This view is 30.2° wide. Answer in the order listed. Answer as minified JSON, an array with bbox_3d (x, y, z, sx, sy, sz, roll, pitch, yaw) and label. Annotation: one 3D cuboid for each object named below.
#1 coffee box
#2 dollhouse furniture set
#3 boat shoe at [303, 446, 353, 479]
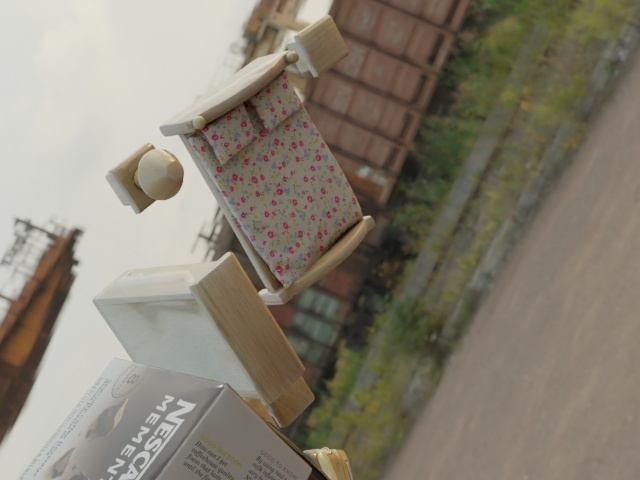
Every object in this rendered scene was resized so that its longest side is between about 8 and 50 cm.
[{"bbox_3d":[-0.149,0.230,0.758,0.297,0.119,0.168,-53,27,-21],"label":"coffee box"},{"bbox_3d":[0.000,0.000,1.054,0.355,0.303,0.173,-42,22,-32],"label":"dollhouse furniture set"},{"bbox_3d":[0.032,0.316,1.286,0.068,0.072,0.190,-34,63,48],"label":"boat shoe"}]
